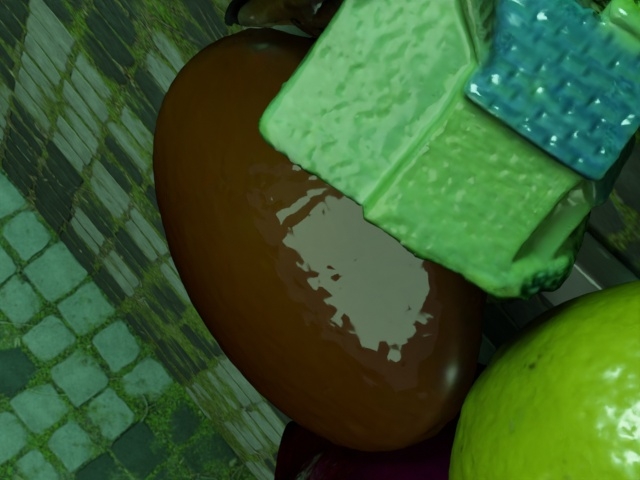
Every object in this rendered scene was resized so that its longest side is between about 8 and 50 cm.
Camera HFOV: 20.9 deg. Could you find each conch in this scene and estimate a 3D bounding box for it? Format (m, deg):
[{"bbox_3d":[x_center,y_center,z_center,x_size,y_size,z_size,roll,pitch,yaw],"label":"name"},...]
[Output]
[{"bbox_3d":[0.003,-0.185,1.229,0.232,0.086,0.080,26,150,52],"label":"conch"}]

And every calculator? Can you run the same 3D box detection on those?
[{"bbox_3d":[0.198,0.033,1.285,0.175,0.032,0.100,44,163,20],"label":"calculator"}]

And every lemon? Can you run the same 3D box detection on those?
[{"bbox_3d":[0.210,0.149,1.123,0.260,0.260,0.284,53,139,-7],"label":"lemon"}]

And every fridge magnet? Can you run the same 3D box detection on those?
[{"bbox_3d":[0.000,0.000,1.405,0.363,0.155,0.364,29,132,38],"label":"fridge magnet"}]

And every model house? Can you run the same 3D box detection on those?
[{"bbox_3d":[0.111,-0.110,1.027,0.214,0.195,0.189,35,138,2],"label":"model house"}]

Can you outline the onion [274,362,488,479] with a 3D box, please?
[{"bbox_3d":[0.153,0.296,1.599,0.398,0.420,0.398,-175,90,-84],"label":"onion"}]
